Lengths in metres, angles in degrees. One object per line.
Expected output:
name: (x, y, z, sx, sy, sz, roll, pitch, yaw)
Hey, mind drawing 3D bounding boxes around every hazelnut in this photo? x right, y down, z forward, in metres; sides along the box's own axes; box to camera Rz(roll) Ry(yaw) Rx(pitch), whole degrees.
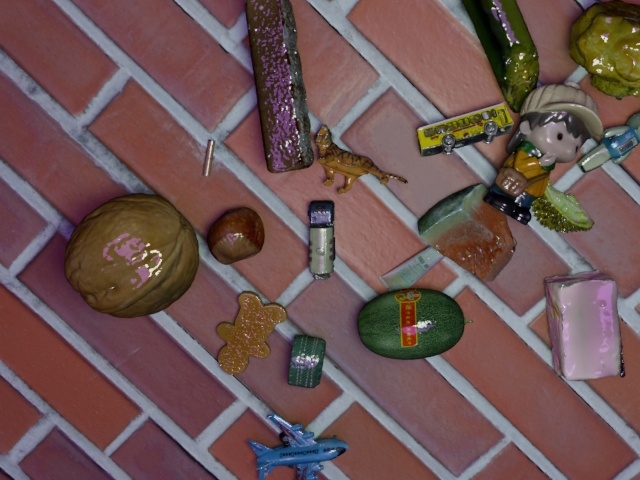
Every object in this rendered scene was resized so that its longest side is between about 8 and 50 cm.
hazelnut: (-0.219, -0.015, 1.542, 0.154, 0.143, 0.143, -26, 97, 24)

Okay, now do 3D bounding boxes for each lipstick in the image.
lipstick: (-0.288, -0.213, 1.564, 0.019, 0.019, 0.094, 12, 101, 2)

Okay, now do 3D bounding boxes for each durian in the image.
durian: (0.592, -0.081, 1.516, 0.215, 0.086, 0.100, 37, 66, -6)

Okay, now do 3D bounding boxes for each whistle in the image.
whistle: (0.735, -0.245, 1.468, 0.236, 0.077, 0.114, -34, 124, 15)

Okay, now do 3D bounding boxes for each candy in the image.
candy: (0.664, 0.215, 1.528, 0.156, 0.116, 0.265, -9, 99, 6)

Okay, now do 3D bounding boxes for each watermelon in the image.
watermelon: (0.393, -0.002, 1.520, 0.193, 0.140, 0.256, -38, 103, 17)

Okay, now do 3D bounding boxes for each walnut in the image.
walnut: (-0.463, 0.044, 1.491, 0.333, 0.333, 0.332, 1, 100, 4)

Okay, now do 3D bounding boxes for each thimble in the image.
thimble: (-0.036, 0.319, 1.589, 0.090, 0.118, 0.135, 9, 100, 3)

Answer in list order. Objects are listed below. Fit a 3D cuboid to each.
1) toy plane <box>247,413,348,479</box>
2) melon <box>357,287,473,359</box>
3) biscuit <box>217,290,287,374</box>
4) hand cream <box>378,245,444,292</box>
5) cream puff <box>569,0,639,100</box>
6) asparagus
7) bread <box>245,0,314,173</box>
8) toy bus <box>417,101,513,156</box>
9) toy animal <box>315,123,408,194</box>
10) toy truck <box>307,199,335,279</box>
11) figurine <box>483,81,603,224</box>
toy plane: (-0.056, 0.577, 1.643, 0.271, 0.105, 0.254, -14, 99, 5)
melon: (0.236, 0.209, 1.521, 0.288, 0.182, 0.182, -5, 99, 6)
biscuit: (-0.197, 0.255, 1.631, 0.158, 0.035, 0.240, 31, 100, 0)
hand cream: (0.240, 0.075, 1.572, 0.174, 0.047, 0.076, -40, 96, 18)
cream puff: (0.689, -0.418, 1.358, 0.282, 0.282, 0.185, 15, 127, 1)
asparagus: (0.429, -0.486, 1.421, 0.108, 0.128, 0.381, -32, 101, -34)
bread: (-0.093, -0.373, 1.451, 0.113, 0.165, 0.416, -7, 100, 6)
toy bus: (0.351, -0.264, 1.482, 0.226, 0.081, 0.074, -16, 76, 8)
toy animal: (0.094, -0.183, 1.518, 0.255, 0.114, 0.116, 20, 58, -4)
toy truck: (0.000, 0.000, 1.548, 0.074, 0.088, 0.201, 1, 100, 5)
figurine: (0.512, -0.217, 1.437, 0.185, 0.204, 0.332, 21, 120, -31)
